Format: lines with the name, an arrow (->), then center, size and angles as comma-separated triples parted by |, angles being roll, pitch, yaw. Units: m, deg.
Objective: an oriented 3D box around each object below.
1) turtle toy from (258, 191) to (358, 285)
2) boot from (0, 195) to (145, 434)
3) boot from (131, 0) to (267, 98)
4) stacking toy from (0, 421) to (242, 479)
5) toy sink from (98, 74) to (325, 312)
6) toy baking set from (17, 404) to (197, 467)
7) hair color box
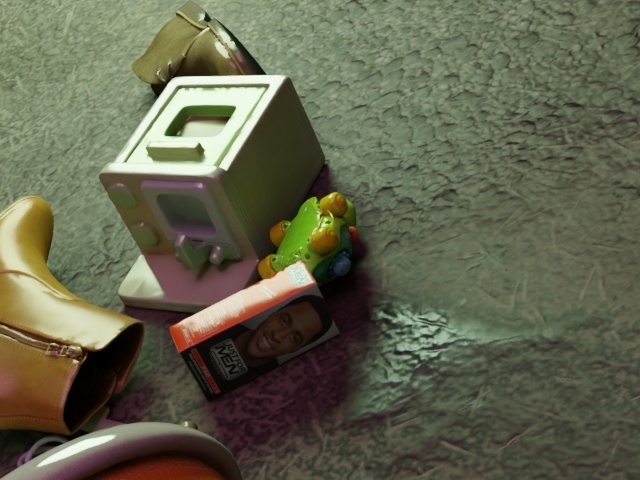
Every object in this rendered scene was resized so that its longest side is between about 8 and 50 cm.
turtle toy -> 0.000, 0.000, 1.405 | 0.095, 0.066, 0.130 | -28, 29, 36
boot -> -0.265, 0.074, 1.446 | 0.211, 0.104, 0.295 | 2, 48, 24
boot -> -0.137, -0.192, 1.661 | 0.115, 0.112, 0.305 | -39, 25, -5
stacking toy -> -0.052, 0.378, 0.893 | 0.350, 0.350, 0.480 | -41, 61, -19
toy sink -> -0.123, -0.055, 1.482 | 0.153, 0.131, 0.234 | 3, 47, 31
toy baking set -> -0.198, 0.225, 1.283 | 0.197, 0.030, 0.256 | -10, 41, 18
hair color box -> -0.061, 0.084, 1.339 | 0.141, 0.072, 0.043 | -28, 38, -3
